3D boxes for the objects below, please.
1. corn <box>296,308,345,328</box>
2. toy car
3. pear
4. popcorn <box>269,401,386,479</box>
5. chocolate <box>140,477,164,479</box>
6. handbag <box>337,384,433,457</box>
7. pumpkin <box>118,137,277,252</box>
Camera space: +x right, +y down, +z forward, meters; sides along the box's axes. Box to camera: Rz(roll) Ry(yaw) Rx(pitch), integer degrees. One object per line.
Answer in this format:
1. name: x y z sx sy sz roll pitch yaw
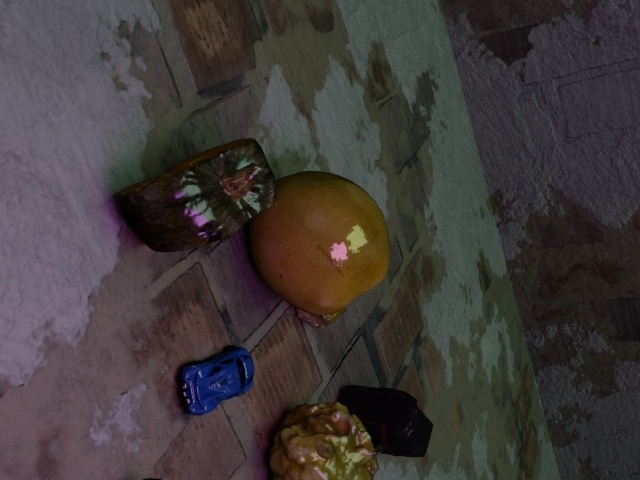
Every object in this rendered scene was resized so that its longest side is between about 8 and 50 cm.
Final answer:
1. corn: 0.044 0.074 1.726 0.131 0.131 0.344 62 38 -32
2. toy car: -0.187 0.267 1.346 0.216 0.063 0.103 -13 94 -60
3. pear: 0.000 0.000 1.506 0.314 0.315 0.314 20 66 -57
4. popcorn: 0.013 0.466 1.489 0.249 0.225 0.249 16 70 -52
5. chocolate: -0.342 0.469 0.998 0.148 0.126 0.343 46 29 16
6. handbag: 0.164 0.458 1.761 0.155 0.216 0.169 -61 140 -34
7. pumpkin: -0.197 -0.087 1.253 0.317 0.222 0.139 -35 115 -56
